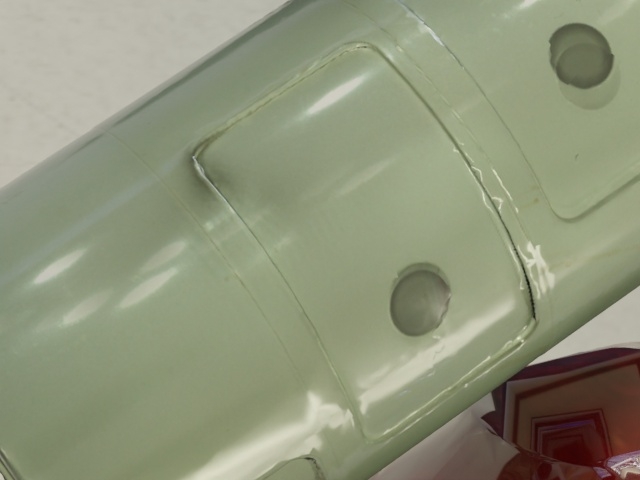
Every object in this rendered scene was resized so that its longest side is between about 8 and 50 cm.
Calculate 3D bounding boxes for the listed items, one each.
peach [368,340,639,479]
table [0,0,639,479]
[{"bbox_3d":[0.150,0.217,0.884,0.388,0.388,0.388,-2,94,-37],"label":"peach"},{"bbox_3d":[0.000,0.000,0.535,0.220,0.126,0.126,-34,113,-13],"label":"table"}]
